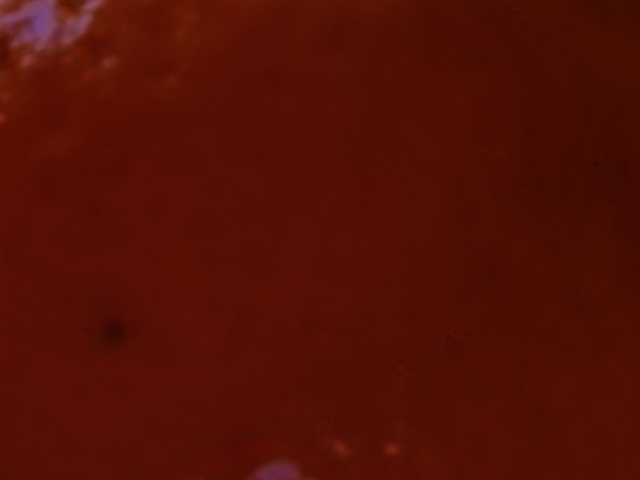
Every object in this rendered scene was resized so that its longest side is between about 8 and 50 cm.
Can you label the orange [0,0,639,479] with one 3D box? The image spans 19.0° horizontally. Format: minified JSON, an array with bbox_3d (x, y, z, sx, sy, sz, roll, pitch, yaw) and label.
[{"bbox_3d":[0.000,0.000,0.683,0.326,0.424,0.424,-28,-18,17],"label":"orange"}]
